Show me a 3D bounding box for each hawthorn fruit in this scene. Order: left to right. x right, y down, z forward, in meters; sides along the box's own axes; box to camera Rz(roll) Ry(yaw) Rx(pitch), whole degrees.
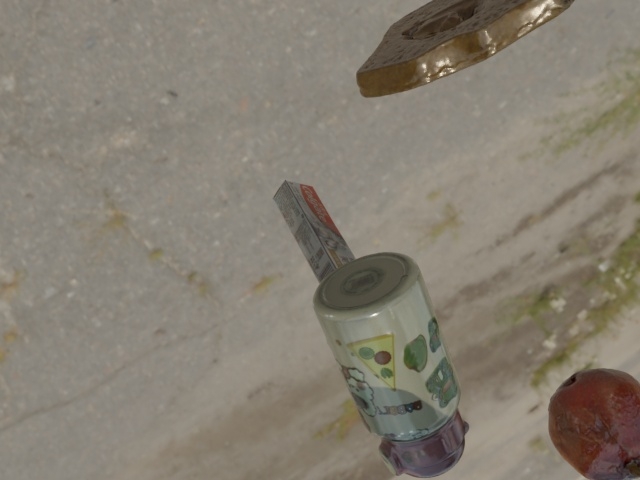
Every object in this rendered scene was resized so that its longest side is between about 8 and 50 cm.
[{"bbox_3d":[0.434,0.289,1.631,0.173,0.179,0.173,5,153,3],"label":"hawthorn fruit"}]

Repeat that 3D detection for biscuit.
[{"bbox_3d":[0.137,-0.179,0.838,0.215,0.034,0.182,-20,-157,30],"label":"biscuit"}]

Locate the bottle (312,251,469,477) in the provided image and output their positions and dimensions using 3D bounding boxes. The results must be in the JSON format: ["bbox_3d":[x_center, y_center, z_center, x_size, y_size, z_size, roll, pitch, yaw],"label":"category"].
[{"bbox_3d":[0.085,0.145,1.123,0.120,0.120,0.253,-29,117,-15],"label":"bottle"}]

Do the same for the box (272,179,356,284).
[{"bbox_3d":[0.000,0.000,1.420,0.055,0.218,0.040,12,123,-35],"label":"box"}]
